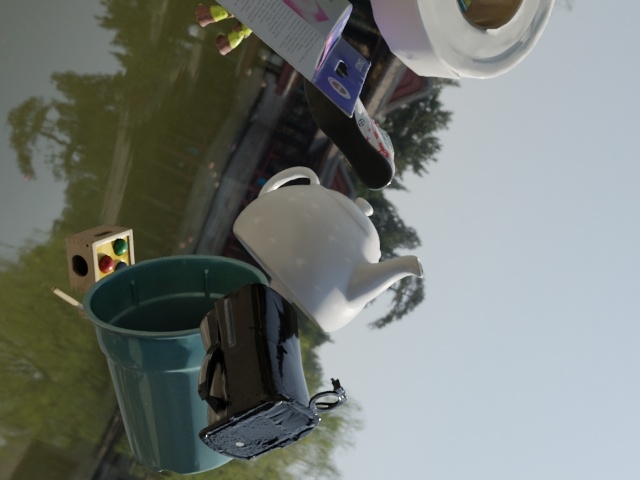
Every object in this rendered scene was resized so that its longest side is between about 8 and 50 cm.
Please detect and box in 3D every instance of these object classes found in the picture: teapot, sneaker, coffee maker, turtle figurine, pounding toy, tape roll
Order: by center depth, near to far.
[{"bbox_3d":[-0.062,0.149,0.787,0.120,0.171,0.178,75,1,-45],"label":"coffee maker"},{"bbox_3d":[0.206,-0.374,0.917,0.100,0.286,0.286,26,-88,52],"label":"tape roll"},{"bbox_3d":[0.000,0.000,1.004,0.187,0.256,0.252,-43,-176,-8],"label":"teapot"},{"bbox_3d":[-0.115,-0.440,1.267,0.269,0.217,0.087,42,34,-54],"label":"turtle figurine"},{"bbox_3d":[0.059,-0.231,1.276,0.090,0.270,0.145,-29,-168,17],"label":"sneaker"},{"bbox_3d":[-0.513,0.088,1.486,0.181,0.094,0.206,-30,125,-59],"label":"pounding toy"}]

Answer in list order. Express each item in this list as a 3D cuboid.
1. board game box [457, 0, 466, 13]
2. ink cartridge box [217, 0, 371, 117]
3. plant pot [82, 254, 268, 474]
[{"bbox_3d":[0.203,-0.458,1.190,0.079,0.254,0.336,-27,-173,20],"label":"board game box"},{"bbox_3d":[-0.041,-0.359,0.974,0.071,0.330,0.324,-46,-167,27],"label":"ink cartridge box"},{"bbox_3d":[-0.266,0.246,1.278,0.341,0.341,0.334,-83,173,-69],"label":"plant pot"}]
